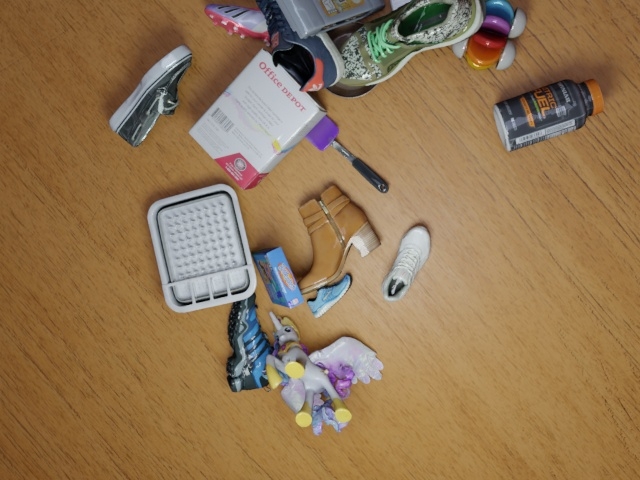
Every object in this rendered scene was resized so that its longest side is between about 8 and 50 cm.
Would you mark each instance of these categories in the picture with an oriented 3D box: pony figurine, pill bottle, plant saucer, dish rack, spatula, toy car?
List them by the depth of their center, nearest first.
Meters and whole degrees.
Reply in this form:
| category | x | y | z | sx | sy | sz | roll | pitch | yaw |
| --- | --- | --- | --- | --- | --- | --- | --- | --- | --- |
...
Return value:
| category | x | y | z | sx | sy | sz | roll | pitch | yaw |
| --- | --- | --- | --- | --- | --- | --- | --- | --- | --- |
| toy car | 0.421 | -0.518 | 1.491 | 0.159 | 0.136 | 0.182 | 18 | 102 | 7 |
| pill bottle | 0.570 | -0.321 | 1.503 | 0.245 | 0.130 | 0.131 | -18 | 96 | 12 |
| plant saucer | 0.081 | -0.482 | 1.610 | 0.198 | 0.036 | 0.199 | 2 | 100 | 9 |
| pony figurine | -0.017 | 0.371 | 1.649 | 0.303 | 0.363 | 0.351 | -42 | 106 | 7 |
| spatula | 0.076 | -0.234 | 1.655 | 0.296 | 0.030 | 0.084 | 41 | 103 | 1 |
| dish rack | -0.334 | 0.023 | 1.735 | 0.285 | 0.072 | 0.333 | -13 | 89 | 13 |

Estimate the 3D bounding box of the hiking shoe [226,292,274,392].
| category | x | y | z | sx | sy | sz | roll | pitch | yaw |
| --- | --- | --- | --- | --- | --- | --- | --- | --- | --- |
| hiking shoe | -0.203 | 0.293 | 1.774 | 0.132 | 0.113 | 0.304 | 3 | 94 | -21 |

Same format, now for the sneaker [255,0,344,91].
| category | x | y | z | sx | sy | sz | roll | pitch | yaw |
| --- | --- | --- | --- | --- | --- | --- | --- | --- | --- |
| sneaker | -0.090 | -0.524 | 1.497 | 0.350 | 0.148 | 0.131 | 53 | 146 | 1 |

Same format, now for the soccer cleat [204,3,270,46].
| category | x | y | z | sx | sy | sz | roll | pitch | yaw |
| --- | --- | --- | --- | --- | --- | --- | --- | --- | --- |
| soccer cleat | -0.190 | -0.596 | 1.622 | 0.247 | 0.083 | 0.095 | 22 | 87 | 5 |

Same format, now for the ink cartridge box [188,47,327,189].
| category | x | y | z | sx | sy | sz | roll | pitch | yaw |
| --- | --- | --- | --- | --- | --- | --- | --- | --- | --- |
| ink cartridge box | -0.167 | -0.322 | 1.631 | 0.306 | 0.131 | 0.226 | -43 | 88 | 13 |

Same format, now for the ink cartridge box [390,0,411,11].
| category | x | y | z | sx | sy | sz | roll | pitch | yaw |
| --- | --- | --- | --- | --- | --- | --- | --- | --- | --- |
| ink cartridge box | 0.216 | -0.657 | 1.547 | 0.088 | 0.052 | 0.123 | -12 | 98 | 11 |

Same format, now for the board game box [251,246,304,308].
| category | x | y | z | sx | sy | sz | roll | pitch | yaw |
| --- | --- | --- | --- | --- | --- | --- | --- | --- | --- |
| board game box | -0.122 | 0.100 | 1.660 | 0.047 | 0.210 | 0.160 | -25 | 96 | -17 |

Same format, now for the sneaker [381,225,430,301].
| category | x | y | z | sx | sy | sz | roll | pitch | yaw |
| --- | --- | --- | --- | --- | --- | --- | --- | --- | --- |
| sneaker | 0.237 | 0.073 | 1.636 | 0.090 | 0.115 | 0.232 | 22 | 103 | 6 |

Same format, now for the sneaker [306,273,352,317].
| category | x | y | z | sx | sy | sz | roll | pitch | yaw |
| --- | --- | --- | --- | --- | --- | --- | --- | --- | --- |
| sneaker | 0.024 | 0.149 | 1.715 | 0.162 | 0.063 | 0.073 | -43 | 87 | 13 |

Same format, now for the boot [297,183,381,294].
| category | x | y | z | sx | sy | sz | roll | pitch | yaw |
| --- | --- | --- | --- | --- | --- | --- | --- | --- | --- |
| boot | 0.000 | 0.000 | 1.657 | 0.283 | 0.109 | 0.220 | -37 | 86 | 4 |

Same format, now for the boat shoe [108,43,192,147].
| category | x | y | z | sx | sy | sz | roll | pitch | yaw |
| --- | --- | --- | --- | --- | --- | --- | --- | --- | --- |
| boat shoe | -0.452 | -0.400 | 1.690 | 0.119 | 0.121 | 0.335 | 45 | 115 | -8 |

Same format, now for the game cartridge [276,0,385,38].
| category | x | y | z | sx | sy | sz | roll | pitch | yaw |
| --- | --- | --- | --- | --- | --- | --- | --- | --- | --- |
| game cartridge | 0.014 | -0.628 | 1.489 | 0.062 | 0.297 | 0.198 | -17 | 103 | 55 |

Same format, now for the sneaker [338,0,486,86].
| category | x | y | z | sx | sy | sz | roll | pitch | yaw |
| --- | --- | --- | --- | --- | --- | --- | --- | --- | --- |
| sneaker | 0.181 | -0.502 | 1.453 | 0.410 | 0.182 | 0.158 | -21 | 91 | 30 |
